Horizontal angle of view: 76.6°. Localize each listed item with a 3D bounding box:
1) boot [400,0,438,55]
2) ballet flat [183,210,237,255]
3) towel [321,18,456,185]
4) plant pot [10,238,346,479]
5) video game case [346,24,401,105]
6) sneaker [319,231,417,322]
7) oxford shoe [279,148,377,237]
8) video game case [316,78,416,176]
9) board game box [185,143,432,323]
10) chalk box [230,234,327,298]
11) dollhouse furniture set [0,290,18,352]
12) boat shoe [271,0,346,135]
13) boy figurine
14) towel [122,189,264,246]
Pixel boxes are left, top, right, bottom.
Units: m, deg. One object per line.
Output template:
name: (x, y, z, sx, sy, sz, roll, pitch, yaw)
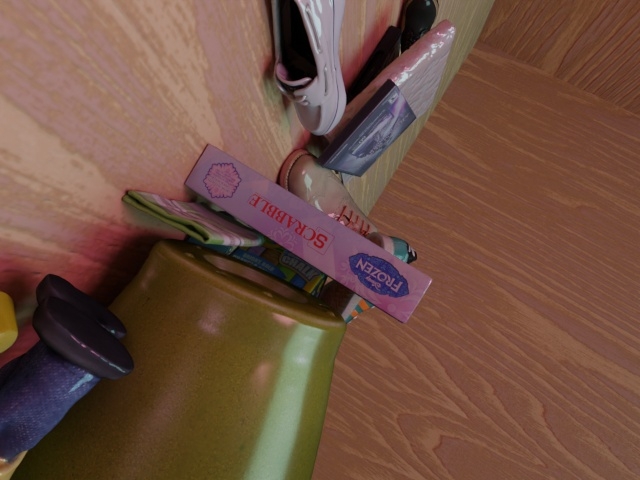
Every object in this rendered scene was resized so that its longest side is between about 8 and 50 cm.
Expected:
boot: (0.219, -0.452, 0.933, 0.198, 0.077, 0.136, 44, 56, -79)
ballet flat: (-0.186, 0.036, 0.607, 0.188, 0.070, 0.070, -57, 170, 1)
towel: (0.147, -0.290, 0.926, 0.332, 0.053, 0.317, -43, 169, -1)
plant pot: (-0.145, 0.199, 0.467, 0.352, 0.367, 0.366, -65, 170, -1)
video game case: (0.117, -0.340, 1.009, 0.248, 0.035, 0.275, -58, 170, -4)
sneaker: (0.094, 0.113, 0.885, 0.302, 0.121, 0.108, -54, -144, 33)
oxford shoe: (0.053, -0.049, 0.895, 0.140, 0.147, 0.397, -57, 141, -12)
video game case: (0.109, -0.221, 0.863, 0.196, 0.026, 0.274, -46, 168, 18)
board game box: (0.000, 0.000, 0.629, 0.065, 0.318, 0.319, -58, 170, 0)
chalk box: (-0.104, 0.104, 0.850, 0.289, 0.179, 0.180, -50, 166, -45)
dollhouse furniture set: (-0.248, 0.114, 0.091, 0.303, 0.198, 0.286, -55, 170, -23)
boat shoe: (-0.024, -0.226, 0.532, 0.084, 0.095, 0.258, -50, 157, -22)
boy figurine: (-0.276, 0.157, 0.298, 0.285, 0.177, 0.092, -43, 124, -9)
towel: (-0.137, -0.024, 0.476, 0.023, 0.113, 0.152, -66, 169, 3)
